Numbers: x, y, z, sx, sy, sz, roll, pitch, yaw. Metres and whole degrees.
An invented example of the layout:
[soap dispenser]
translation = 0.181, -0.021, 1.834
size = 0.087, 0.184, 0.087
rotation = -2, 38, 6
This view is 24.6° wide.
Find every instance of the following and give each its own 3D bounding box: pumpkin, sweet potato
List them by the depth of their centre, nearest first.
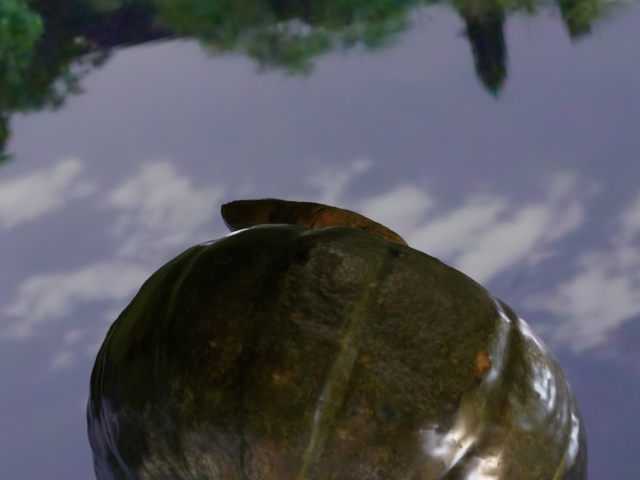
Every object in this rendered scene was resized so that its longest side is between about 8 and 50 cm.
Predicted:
[pumpkin]
translation = 0.007, 0.086, 0.649
size = 0.224, 0.223, 0.157
rotation = -3, -134, 28
[sweet potato]
translation = 0.000, -0.002, 1.073
size = 0.182, 0.053, 0.054
rotation = 22, -159, 26
